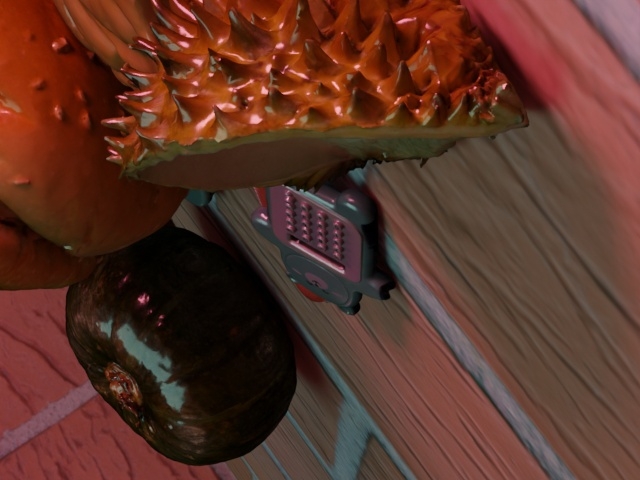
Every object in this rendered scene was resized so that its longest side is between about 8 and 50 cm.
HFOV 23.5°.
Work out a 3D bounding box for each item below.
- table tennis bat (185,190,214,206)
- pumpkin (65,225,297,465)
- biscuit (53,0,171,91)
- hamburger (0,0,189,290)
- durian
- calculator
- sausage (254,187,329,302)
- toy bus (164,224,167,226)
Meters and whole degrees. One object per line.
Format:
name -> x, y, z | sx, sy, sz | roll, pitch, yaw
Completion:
table tennis bat -> -0.153, -0.112, 1.212 | 0.237, 0.038, 0.149 | 39, 160, 44
pumpkin -> -0.117, 0.086, 1.312 | 0.223, 0.157, 0.224 | 33, 148, 25
biscuit -> -0.142, -0.215, 0.757 | 0.312, 0.057, 0.351 | 64, 169, -2
hamburger -> -0.207, -0.113, 0.978 | 0.290, 0.170, 0.314 | 58, -170, 4
durian -> -0.008, -0.060, 0.609 | 0.139, 0.144, 0.252 | 35, 164, -5
calculator -> 0.000, 0.000, 0.864 | 0.094, 0.019, 0.141 | 29, 157, 15
sausage -> -0.025, -0.040, 0.887 | 0.034, 0.034, 0.253 | 47, 166, 38
toy bus -> -0.245, -0.091, 1.508 | 0.274, 0.090, 0.112 | 63, 176, -25
